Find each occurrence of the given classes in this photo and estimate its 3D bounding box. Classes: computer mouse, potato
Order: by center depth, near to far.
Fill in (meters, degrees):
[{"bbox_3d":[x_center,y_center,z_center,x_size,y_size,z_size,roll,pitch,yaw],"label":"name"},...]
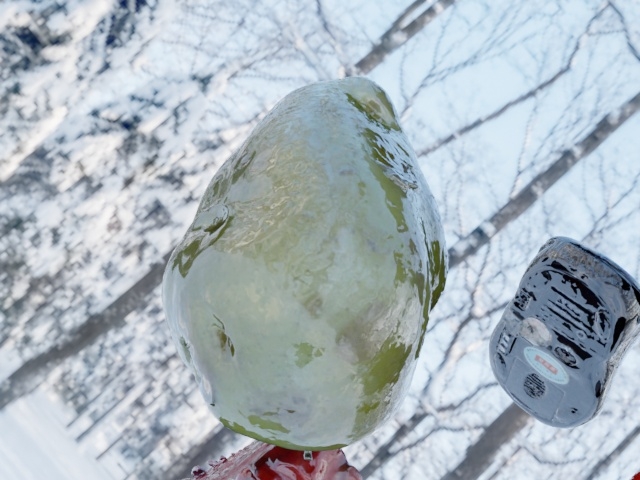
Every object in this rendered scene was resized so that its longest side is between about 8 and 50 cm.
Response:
[{"bbox_3d":[-0.003,0.001,0.755,0.202,0.351,0.218,1,-41,15],"label":"potato"},{"bbox_3d":[0.258,0.091,0.991,0.137,0.096,0.233,35,-41,19],"label":"computer mouse"}]

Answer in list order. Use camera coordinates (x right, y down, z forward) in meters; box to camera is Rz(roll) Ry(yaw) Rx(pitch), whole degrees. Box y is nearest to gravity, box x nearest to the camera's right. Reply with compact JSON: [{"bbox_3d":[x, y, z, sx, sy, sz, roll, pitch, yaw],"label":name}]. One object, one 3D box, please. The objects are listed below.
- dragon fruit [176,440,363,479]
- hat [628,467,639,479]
[{"bbox_3d":[-0.085,0.265,0.848,0.240,0.302,0.330,57,-46,35],"label":"dragon fruit"},{"bbox_3d":[0.355,0.324,0.779,0.242,0.274,0.332,32,24,-57],"label":"hat"}]
